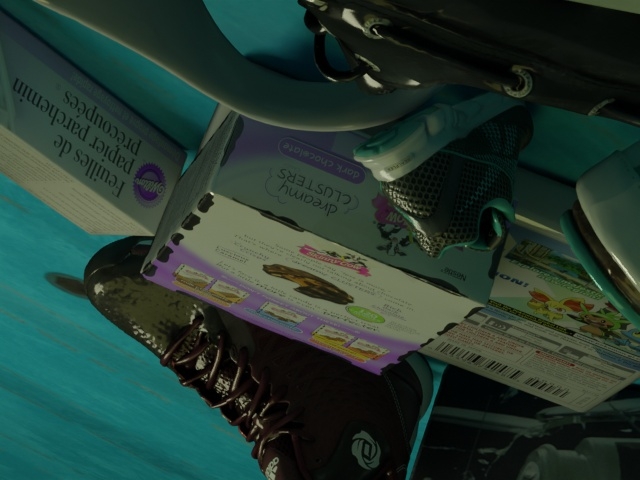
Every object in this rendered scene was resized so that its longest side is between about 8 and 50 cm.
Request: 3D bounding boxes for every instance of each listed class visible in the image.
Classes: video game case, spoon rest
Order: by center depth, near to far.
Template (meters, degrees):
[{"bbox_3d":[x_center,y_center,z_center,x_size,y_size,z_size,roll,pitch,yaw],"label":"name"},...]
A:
[{"bbox_3d":[-0.069,-0.120,0.940,0.276,0.137,0.084,21,117,-13],"label":"spoon rest"},{"bbox_3d":[0.072,0.009,1.264,0.329,0.036,0.300,21,160,-5],"label":"video game case"}]

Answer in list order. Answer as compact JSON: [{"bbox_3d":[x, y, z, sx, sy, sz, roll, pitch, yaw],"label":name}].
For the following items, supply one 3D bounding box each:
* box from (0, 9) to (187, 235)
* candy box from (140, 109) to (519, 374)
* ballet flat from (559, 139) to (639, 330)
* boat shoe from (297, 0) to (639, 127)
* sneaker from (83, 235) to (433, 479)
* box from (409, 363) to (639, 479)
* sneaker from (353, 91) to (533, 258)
[{"bbox_3d":[-0.210,-0.102,1.178,0.067,0.063,0.324,2,154,42],"label":"box"},{"bbox_3d":[0.000,0.000,1.148,0.165,0.070,0.196,23,160,-10],"label":"candy box"},{"bbox_3d":[0.275,0.053,1.069,0.139,0.139,0.400,2,154,39],"label":"ballet flat"},{"bbox_3d":[0.048,-0.105,0.797,0.340,0.127,0.113,9,133,-9],"label":"boat shoe"},{"bbox_3d":[-0.045,0.110,1.411,0.281,0.162,0.106,23,137,-17],"label":"sneaker"},{"bbox_3d":[0.277,0.380,1.406,0.472,0.479,0.297,5,154,32],"label":"box"},{"bbox_3d":[0.073,-0.030,1.006,0.065,0.076,0.166,-27,178,28],"label":"sneaker"}]
